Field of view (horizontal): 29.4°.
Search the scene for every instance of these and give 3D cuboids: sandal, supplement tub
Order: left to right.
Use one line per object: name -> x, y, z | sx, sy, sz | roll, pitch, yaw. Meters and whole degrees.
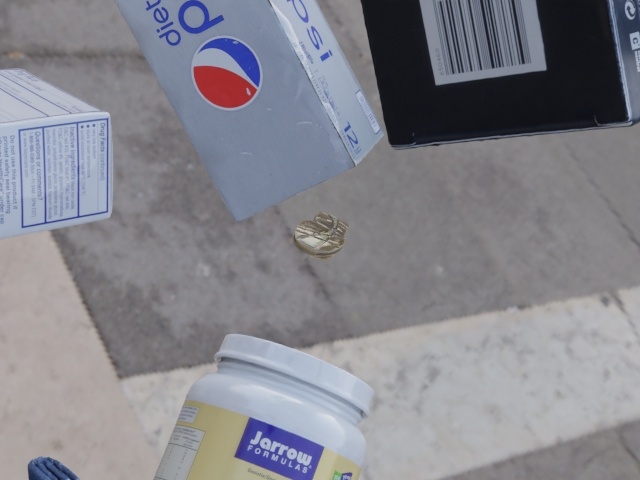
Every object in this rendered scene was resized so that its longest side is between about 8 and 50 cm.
supplement tub -> -0.084, 0.306, 1.496 | 0.241, 0.241, 0.331 | 25, 75, -14
sandal -> 0.000, 0.000, 1.812 | 0.072, 0.049, 0.180 | 28, 17, 4

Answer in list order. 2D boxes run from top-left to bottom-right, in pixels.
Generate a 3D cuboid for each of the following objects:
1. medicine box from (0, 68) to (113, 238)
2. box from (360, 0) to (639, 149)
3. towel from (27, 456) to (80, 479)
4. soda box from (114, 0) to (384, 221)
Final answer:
medicine box -> -0.452, -0.110, 1.552 | 0.289, 0.149, 0.263 | -12, 26, -35
box -> 0.283, -0.249, 1.323 | 0.395, 0.293, 0.212 | -23, 105, -45
towel -> -0.217, 0.243, 1.018 | 0.029, 0.119, 0.067 | -14, 19, -31
soda box -> -0.071, -0.164, 0.796 | 0.286, 0.098, 0.091 | 61, 23, -9
